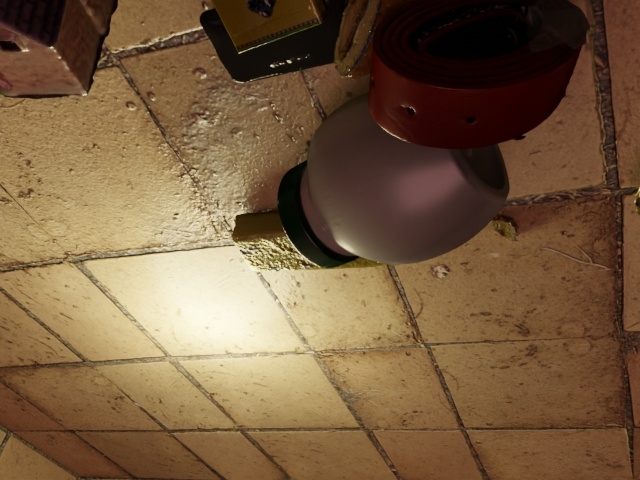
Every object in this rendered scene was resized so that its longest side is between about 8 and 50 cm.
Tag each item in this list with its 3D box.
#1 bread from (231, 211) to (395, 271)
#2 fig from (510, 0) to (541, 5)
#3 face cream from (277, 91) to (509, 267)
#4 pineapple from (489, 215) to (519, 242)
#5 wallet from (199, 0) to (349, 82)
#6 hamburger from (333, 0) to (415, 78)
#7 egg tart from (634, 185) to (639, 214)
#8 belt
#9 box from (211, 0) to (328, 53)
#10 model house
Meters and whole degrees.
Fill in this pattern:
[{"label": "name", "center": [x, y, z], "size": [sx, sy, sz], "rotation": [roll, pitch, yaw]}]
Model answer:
[{"label": "bread", "center": [0.000, 0.000, 1.400], "size": [0.362, 0.077, 0.138], "rotation": [-3, 140, 17]}, {"label": "fig", "center": [0.252, -0.391, 0.854], "size": [0.177, 0.117, 0.117], "rotation": [37, 136, -13]}, {"label": "face cream", "center": [0.116, -0.097, 1.128], "size": [0.357, 0.219, 0.312], "rotation": [-23, 114, 39]}, {"label": "pineapple", "center": [0.375, -0.027, 1.320], "size": [0.083, 0.019, 0.045], "rotation": [37, 138, -23]}, {"label": "wallet", "center": [-0.058, -0.329, 1.047], "size": [0.250, 0.044, 0.149], "rotation": [-6, 141, 20]}, {"label": "hamburger", "center": [0.093, -0.320, 0.968], "size": [0.102, 0.087, 0.176], "rotation": [0, 125, -23]}, {"label": "egg tart", "center": [0.659, -0.084, 1.112], "size": [0.241, 0.105, 0.241], "rotation": [5, 138, 5]}, {"label": "belt", "center": [0.224, -0.246, 0.910], "size": [0.324, 0.227, 0.115], "rotation": [-20, 145, -15]}, {"label": "box", "center": [-0.114, -0.416, 0.921], "size": [0.153, 0.041, 0.279], "rotation": [-12, 125, 26]}, {"label": "model house", "center": [-0.428, -0.356, 0.901], "size": [0.203, 0.236, 0.237], "rotation": [7, 160, 5]}]
